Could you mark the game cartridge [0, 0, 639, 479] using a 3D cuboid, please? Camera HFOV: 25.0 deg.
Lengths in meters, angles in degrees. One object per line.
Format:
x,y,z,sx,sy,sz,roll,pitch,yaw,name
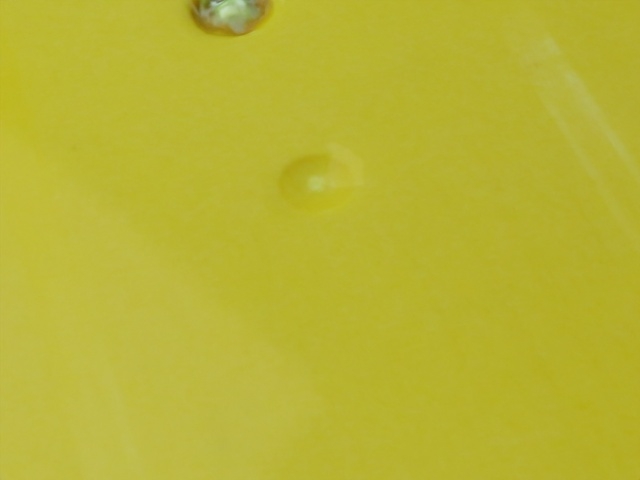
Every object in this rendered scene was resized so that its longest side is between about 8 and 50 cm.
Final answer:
0.000,0.000,0.402,0.285,0.053,0.324,-16,54,-10,game cartridge
